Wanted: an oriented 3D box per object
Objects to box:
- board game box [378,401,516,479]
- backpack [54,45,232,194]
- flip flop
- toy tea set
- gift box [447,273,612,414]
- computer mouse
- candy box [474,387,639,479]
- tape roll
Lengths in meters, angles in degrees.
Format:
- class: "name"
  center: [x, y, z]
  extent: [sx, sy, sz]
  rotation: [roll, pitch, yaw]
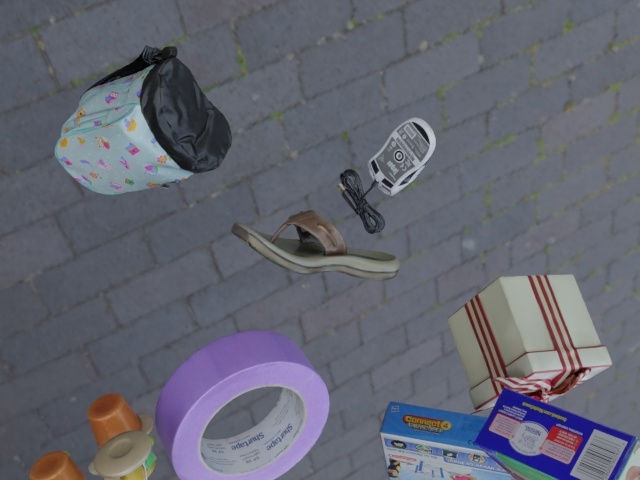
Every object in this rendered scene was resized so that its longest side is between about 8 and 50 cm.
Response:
- class: "board game box"
  center: [0.301, 0.496, 1.977]
  extent: [0.308, 0.086, 0.302]
  rotation: [7, 138, 18]
- class: "backpack"
  center: [-0.211, -0.125, 1.021]
  extent: [0.181, 0.115, 0.152]
  rotation: [-7, 131, 31]
- class: "flip flop"
  center: [0.000, 0.000, 1.254]
  extent: [0.277, 0.112, 0.080]
  rotation: [10, 103, -32]
- class: "toy tea set"
  center: [-0.330, 0.372, 1.288]
  extent: [0.336, 0.199, 0.124]
  rotation: [-50, 132, -42]
- class: "gift box"
  center: [0.435, 0.242, 1.973]
  extent: [0.276, 0.258, 0.255]
  rotation: [-4, 152, -25]
- class: "computer mouse"
  center: [0.108, -0.104, 1.322]
  extent: [0.042, 0.106, 0.193]
  rotation: [-16, 157, -51]
- class: "candy box"
  center: [0.448, 0.399, 1.476]
  extent: [0.317, 0.268, 0.122]
  rotation: [42, 74, -33]
- class: "tape roll"
  center: [-0.125, 0.283, 1.467]
  extent: [0.274, 0.090, 0.275]
  rotation: [-17, 129, -22]
